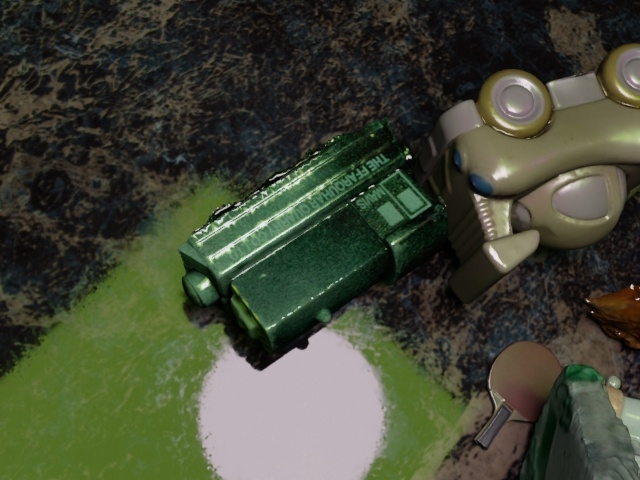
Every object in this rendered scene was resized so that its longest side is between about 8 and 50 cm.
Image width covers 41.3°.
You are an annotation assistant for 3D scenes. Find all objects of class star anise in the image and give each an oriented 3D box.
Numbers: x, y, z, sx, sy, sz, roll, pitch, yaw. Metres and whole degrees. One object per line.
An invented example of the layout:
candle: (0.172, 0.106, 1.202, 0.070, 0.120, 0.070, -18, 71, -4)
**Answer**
star anise: (0.465, 0.137, 1.064, 0.237, 0.148, 0.347, -11, 77, 11)

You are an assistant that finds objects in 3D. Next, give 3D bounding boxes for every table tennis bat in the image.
table tennis bat: (0.246, 0.197, 1.073, 0.095, 0.014, 0.158, 40, 70, 2)

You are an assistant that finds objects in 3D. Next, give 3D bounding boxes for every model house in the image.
model house: (0.397, 0.300, 0.900, 0.324, 0.267, 0.194, 16, 114, 2)

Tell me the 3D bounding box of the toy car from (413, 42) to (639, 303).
toy car: (0.305, -0.079, 1.043, 0.335, 0.242, 0.227, -12, 74, -11)

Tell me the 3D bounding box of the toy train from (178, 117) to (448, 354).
toy train: (0.000, 0.000, 1.011, 0.330, 0.138, 0.178, -34, 67, -16)

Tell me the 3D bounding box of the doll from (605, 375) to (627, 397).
doll: (0.360, 0.222, 1.065, 0.076, 0.050, 0.083, 41, 70, -13)
